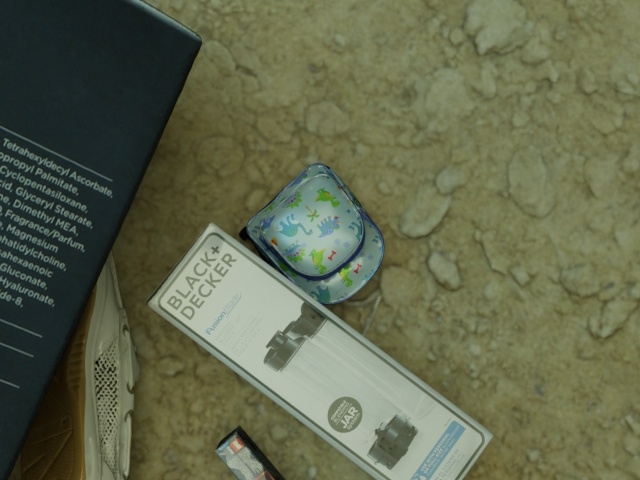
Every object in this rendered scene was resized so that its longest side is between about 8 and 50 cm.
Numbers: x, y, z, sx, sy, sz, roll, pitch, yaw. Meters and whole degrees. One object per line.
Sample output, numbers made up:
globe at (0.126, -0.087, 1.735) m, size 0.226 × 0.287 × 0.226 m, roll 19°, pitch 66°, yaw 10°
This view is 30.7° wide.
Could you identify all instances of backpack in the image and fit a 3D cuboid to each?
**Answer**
backpack at (0.000, 0.000, 1.056) m, size 0.105 × 0.084 × 0.114 m, roll -42°, pitch 90°, yaw -3°

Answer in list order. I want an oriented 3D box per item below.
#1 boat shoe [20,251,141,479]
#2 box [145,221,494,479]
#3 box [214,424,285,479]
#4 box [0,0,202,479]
boat shoe at (-0.208, 0.112, 1.037) m, size 0.098 × 0.096 × 0.277 m, roll -16°, pitch 65°, yaw 31°
box at (-0.004, 0.110, 1.003) m, size 0.290 × 0.169 × 0.087 m, roll 37°, pitch 84°, yaw 2°
box at (-0.039, 0.226, 1.028) m, size 0.027 × 0.094 × 0.137 m, roll -40°, pitch 87°, yaw -6°
box at (-0.303, -0.019, 0.908) m, size 0.212 × 0.293 × 0.395 m, roll 26°, pitch 82°, yaw -25°
